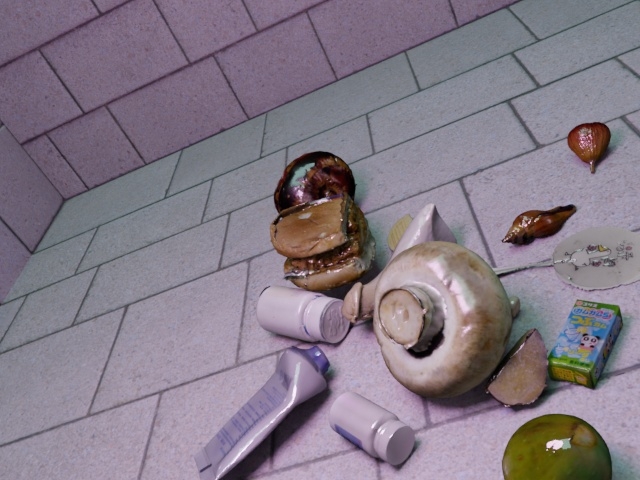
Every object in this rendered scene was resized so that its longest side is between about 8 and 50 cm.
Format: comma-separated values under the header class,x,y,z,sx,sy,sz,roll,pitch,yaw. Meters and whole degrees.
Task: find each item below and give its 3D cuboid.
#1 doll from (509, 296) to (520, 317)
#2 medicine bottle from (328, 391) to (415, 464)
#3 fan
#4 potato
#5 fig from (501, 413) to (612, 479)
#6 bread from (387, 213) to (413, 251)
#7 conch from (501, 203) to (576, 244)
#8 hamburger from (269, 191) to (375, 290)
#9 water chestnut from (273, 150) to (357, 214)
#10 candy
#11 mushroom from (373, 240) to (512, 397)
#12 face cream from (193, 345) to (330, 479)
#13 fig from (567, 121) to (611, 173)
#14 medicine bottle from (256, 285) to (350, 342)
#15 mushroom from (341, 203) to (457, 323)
class,x,y,z,sx,sy,sz,roll,pitch,yaw
doll,0.358,0.149,1.572,0.154,0.119,0.278,-44,44,-20
medicine bottle,0.112,0.415,1.382,0.103,0.102,0.187,-44,35,-23
fan,0.619,0.054,1.580,0.415,0.012,0.233,-9,36,25
potato,0.434,0.279,1.338,0.101,0.089,0.172,36,88,11
fig,0.424,0.396,1.107,0.181,0.191,0.181,8,39,-7
bread,0.263,0.000,1.920,0.112,0.036,0.193,-32,34,6
conch,0.592,-0.051,1.689,0.233,0.080,0.086,-25,40,5
hamburger,0.000,0.000,1.789,0.277,0.195,0.318,-16,28,20
water chestnut,-0.033,-0.176,2.169,0.300,0.300,0.300,-20,33,14
candy,0.570,0.219,1.341,0.097,0.062,0.194,6,45,44
mushroom,0.260,0.177,1.398,0.260,0.352,0.352,4,3,-45
face cream,-0.145,0.423,1.550,0.420,0.137,0.235,-41,13,-13
fig,0.785,-0.283,1.835,0.119,0.119,0.153,0,43,38
medicine bottle,-0.051,0.209,1.764,0.258,0.143,0.143,4,44,43
mushroom,0.213,0.091,1.702,0.126,0.177,0.397,13,55,50
